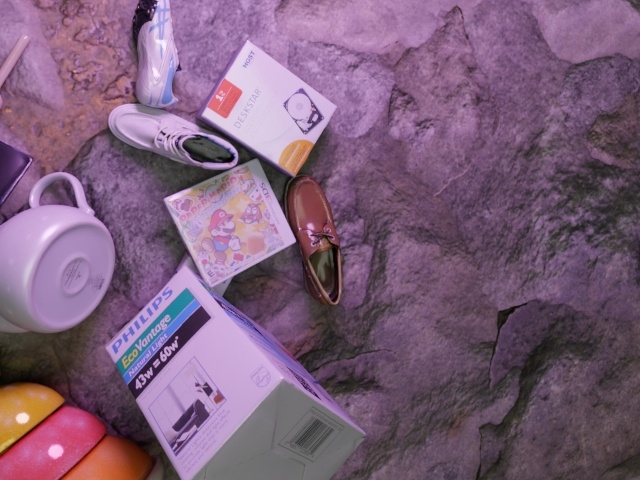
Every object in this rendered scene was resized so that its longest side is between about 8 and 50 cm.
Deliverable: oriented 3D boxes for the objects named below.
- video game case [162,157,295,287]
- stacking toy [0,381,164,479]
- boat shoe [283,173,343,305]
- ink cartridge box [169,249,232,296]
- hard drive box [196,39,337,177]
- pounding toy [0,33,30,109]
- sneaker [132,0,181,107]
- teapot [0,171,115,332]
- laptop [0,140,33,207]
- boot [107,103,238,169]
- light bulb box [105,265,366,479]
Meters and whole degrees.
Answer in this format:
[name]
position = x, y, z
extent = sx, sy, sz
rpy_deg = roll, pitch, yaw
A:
[video game case]
position = -0.187, -0.039, 1.180
extent = 0.226, 0.026, 0.207
rpy_deg = -29, 100, -25
[stacking toy]
position = -0.569, 0.393, 1.072
extent = 0.350, 0.350, 0.480
rpy_deg = -36, 94, -10
[boat shoe]
position = 0.000, 0.000, 1.258
extent = 0.110, 0.104, 0.308
rpy_deg = -20, 108, -15
[ink cartridge box]
position = -0.262, 0.087, 1.204
extent = 0.109, 0.063, 0.151
rpy_deg = 29, 90, -23
[hard drive box]
position = -0.113, -0.271, 1.168
extent = 0.232, 0.089, 0.181
rpy_deg = 31, 90, -23
[pounding toy]
position = -0.665, -0.338, 0.960
extent = 0.236, 0.110, 0.183
rpy_deg = 26, 80, -52
[sneaker]
position = -0.315, -0.380, 1.083
extent = 0.086, 0.085, 0.238
rpy_deg = -4, 100, -46
[teapot]
position = -0.527, 0.036, 1.034
extent = 0.187, 0.256, 0.253
rpy_deg = 16, 125, 18
[laptop]
position = -0.796, -0.031, 0.976
extent = 0.381, 0.236, 0.408
rpy_deg = 28, 120, -13
[boot]
position = -0.287, -0.206, 1.098
extent = 0.258, 0.123, 0.095
rpy_deg = 13, 97, -22
[light bulb box]
position = -0.159, 0.293, 1.068
extent = 0.225, 0.361, 0.358
rpy_deg = -47, 139, -6
